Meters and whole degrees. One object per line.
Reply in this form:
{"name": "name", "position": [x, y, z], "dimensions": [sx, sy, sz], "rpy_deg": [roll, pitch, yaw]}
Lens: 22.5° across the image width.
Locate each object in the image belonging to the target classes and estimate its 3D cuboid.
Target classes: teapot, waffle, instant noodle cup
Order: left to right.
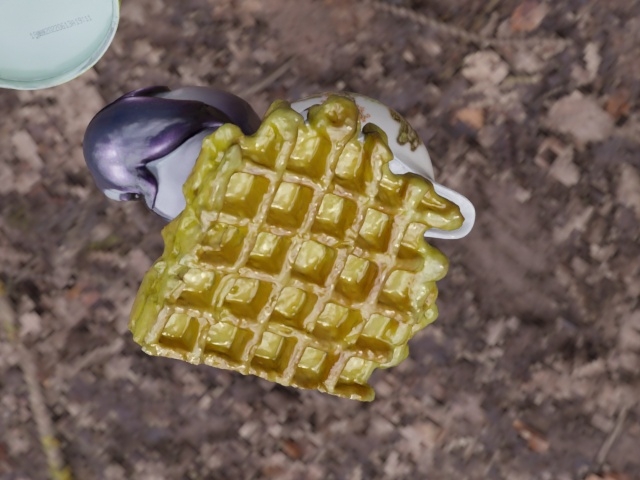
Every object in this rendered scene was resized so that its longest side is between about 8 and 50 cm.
{"name": "instant noodle cup", "position": [-0.370, -0.343, 1.976], "dimensions": [0.311, 0.221, 0.311], "rpy_deg": [-6, 130, -7]}
{"name": "waffle", "position": [0.000, 0.000, 1.171], "dimensions": [0.229, 0.057, 0.219], "rpy_deg": [14, 109, -25]}
{"name": "teapot", "position": [0.009, -0.058, 1.689], "dimensions": [0.298, 0.139, 0.204], "rpy_deg": [12, 89, -7]}

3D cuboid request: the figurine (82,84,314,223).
{"name": "figurine", "position": [-0.091, -0.068, 1.373], "dimensions": [0.222, 0.145, 0.145], "rpy_deg": [-1, 120, -1]}
